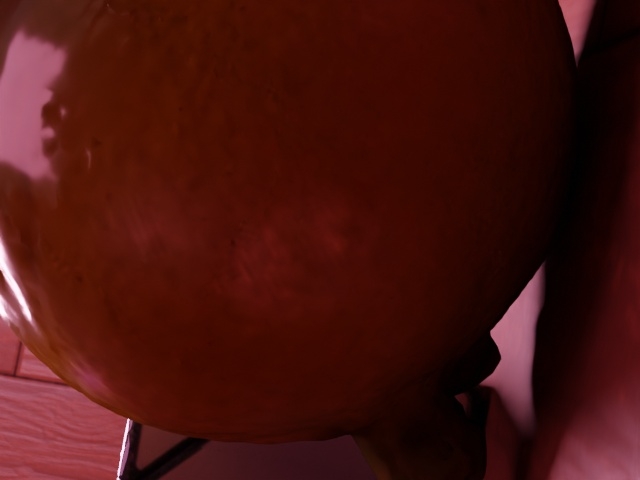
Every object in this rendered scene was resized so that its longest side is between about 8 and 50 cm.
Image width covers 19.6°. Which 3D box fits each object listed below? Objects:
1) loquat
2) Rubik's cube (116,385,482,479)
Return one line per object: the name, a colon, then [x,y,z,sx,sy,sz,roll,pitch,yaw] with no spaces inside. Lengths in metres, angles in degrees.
loquat: [-0.016,-0.029,0.940,0.359,0.328,0.328,64,175,2]
Rubik's cube: [-0.025,0.167,1.153,0.205,0.207,0.205,123,158,-86]
